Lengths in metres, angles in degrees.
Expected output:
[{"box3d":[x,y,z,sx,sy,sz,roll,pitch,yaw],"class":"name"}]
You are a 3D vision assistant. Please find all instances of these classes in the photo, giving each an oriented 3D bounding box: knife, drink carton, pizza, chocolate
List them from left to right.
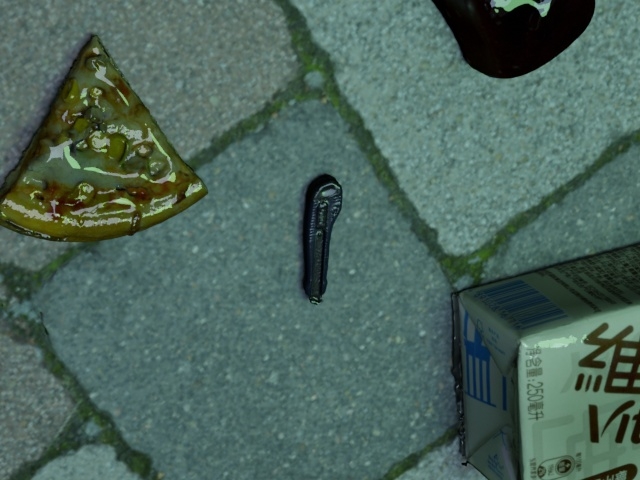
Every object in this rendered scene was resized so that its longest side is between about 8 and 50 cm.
[{"box3d":[-0.172,-0.080,1.573,0.184,0.036,0.176,3,109,-25],"class":"pizza"},{"box3d":[0.000,0.000,1.694,0.031,0.018,0.121,-4,114,-20],"class":"knife"},{"box3d":[0.164,-0.201,1.646,0.148,0.080,0.125,18,103,-30],"class":"chocolate"},{"box3d":[0.298,0.118,1.810,0.324,0.132,0.194,-15,117,-19],"class":"drink carton"}]
